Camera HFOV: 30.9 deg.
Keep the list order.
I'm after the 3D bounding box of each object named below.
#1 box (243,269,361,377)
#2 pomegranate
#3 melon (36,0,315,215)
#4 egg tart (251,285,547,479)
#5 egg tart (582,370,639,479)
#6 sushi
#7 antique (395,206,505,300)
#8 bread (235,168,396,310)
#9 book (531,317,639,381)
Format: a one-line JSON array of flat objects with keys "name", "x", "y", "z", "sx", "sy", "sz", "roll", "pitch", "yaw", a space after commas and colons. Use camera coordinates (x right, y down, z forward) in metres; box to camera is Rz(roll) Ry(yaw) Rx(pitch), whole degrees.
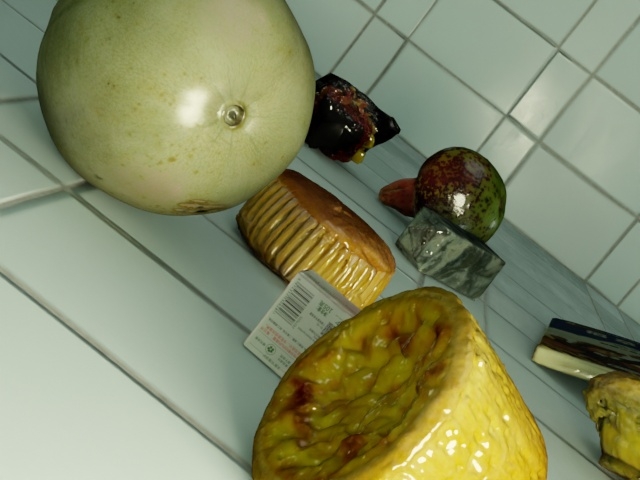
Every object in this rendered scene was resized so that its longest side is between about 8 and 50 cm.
[{"name": "box", "x": 0.006, "y": 0.097, "z": 1.049, "sx": 0.125, "sy": 0.089, "sz": 0.043, "roll": 41, "pitch": 12, "yaw": 10}, {"name": "pomegranate", "x": 0.230, "y": -0.083, "z": 2.225, "sx": 0.247, "sy": 0.214, "sz": 0.214, "roll": 7, "pitch": 5, "yaw": 15}, {"name": "melon", "x": -0.145, "y": -0.162, "z": 1.158, "sx": 0.268, "sy": 0.269, "sz": 0.330, "roll": 30, "pitch": 2, "yaw": -32}, {"name": "egg tart", "x": 0.064, "y": 0.151, "z": 0.828, "sx": 0.147, "sy": 0.202, "sz": 0.202, "roll": 48, "pitch": 7, "yaw": -22}, {"name": "egg tart", "x": 0.463, "y": 0.284, "z": 1.531, "sx": 0.294, "sy": 0.123, "sz": 0.294, "roll": 33, "pitch": -5, "yaw": 4}, {"name": "sushi", "x": 0.038, "y": -0.230, "z": 2.281, "sx": 0.172, "sy": 0.153, "sz": 0.150, "roll": 57, "pitch": 26, "yaw": -15}, {"name": "antique", "x": 0.217, "y": 0.021, "z": 1.975, "sx": 0.183, "sy": 0.088, "sz": 0.086, "roll": 27, "pitch": 14, "yaw": -42}, {"name": "bread", "x": 0.000, "y": 0.000, "z": 1.368, "sx": 0.199, "sy": 0.104, "sz": 0.199, "roll": 38, "pitch": 10, "yaw": -8}, {"name": "book", "x": 0.538, "y": 0.217, "z": 2.057, "sx": 0.300, "sy": 0.039, "sz": 0.428, "roll": 17, "pitch": 7, "yaw": 13}]
